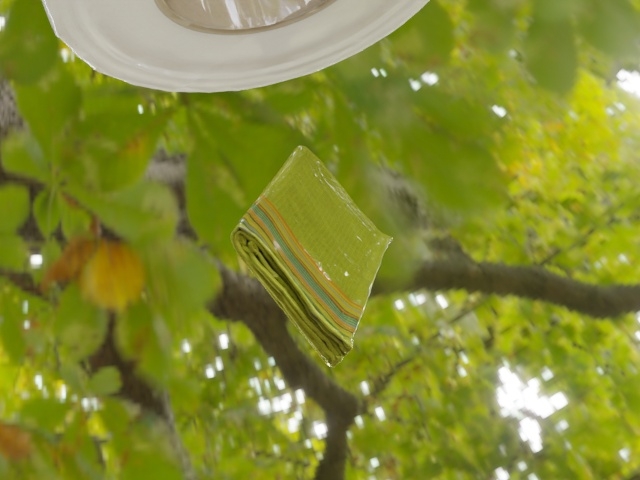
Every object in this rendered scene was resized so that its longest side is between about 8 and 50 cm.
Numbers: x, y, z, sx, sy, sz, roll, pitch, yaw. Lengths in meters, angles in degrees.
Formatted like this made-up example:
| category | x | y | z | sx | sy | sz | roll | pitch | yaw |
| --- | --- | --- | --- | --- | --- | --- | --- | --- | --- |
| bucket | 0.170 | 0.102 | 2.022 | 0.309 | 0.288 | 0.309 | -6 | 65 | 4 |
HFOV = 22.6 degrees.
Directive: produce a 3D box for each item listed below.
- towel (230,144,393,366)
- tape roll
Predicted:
| category | x | y | z | sx | sy | sz | roll | pitch | yaw |
| --- | --- | --- | --- | --- | --- | --- | --- | --- | --- |
| towel | 0.000 | 0.000 | 1.043 | 0.021 | 0.237 | 0.102 | -36 | -82 | 17 |
| tape roll | -0.049 | -0.214 | 1.031 | 0.286 | 0.100 | 0.286 | -13 | -26 | -7 |
